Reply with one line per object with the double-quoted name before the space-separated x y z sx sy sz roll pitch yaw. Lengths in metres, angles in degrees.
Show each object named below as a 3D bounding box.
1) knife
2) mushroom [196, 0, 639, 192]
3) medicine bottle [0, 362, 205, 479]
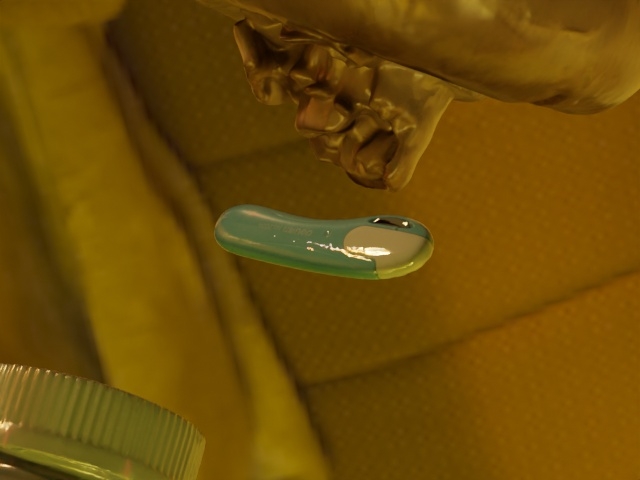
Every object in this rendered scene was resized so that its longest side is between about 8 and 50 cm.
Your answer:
"knife" 0.000 0.000 1.637 0.064 0.222 0.031 -60 137 -25
"mushroom" 0.039 -0.110 0.844 0.226 0.226 0.178 21 82 -68
"medicine bottle" -0.184 0.245 1.156 0.158 0.158 0.318 45 56 -57
